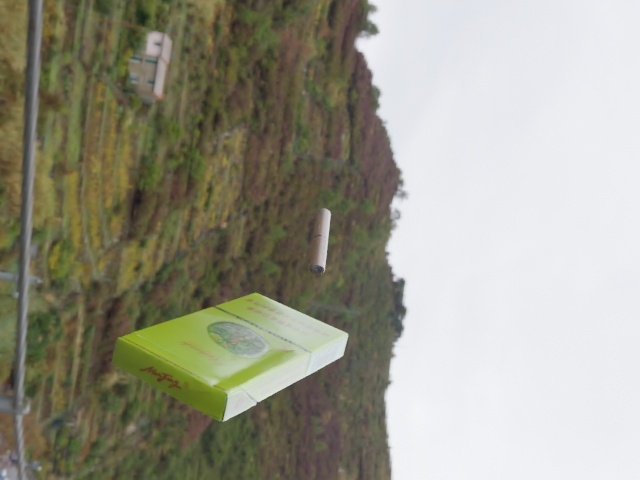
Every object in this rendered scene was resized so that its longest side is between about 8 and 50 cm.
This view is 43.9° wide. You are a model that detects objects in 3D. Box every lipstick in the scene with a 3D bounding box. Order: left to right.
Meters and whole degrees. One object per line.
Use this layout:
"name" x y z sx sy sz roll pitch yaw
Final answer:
"lipstick" 0.000 0.000 0.959 0.019 0.019 0.094 111 -11 -48

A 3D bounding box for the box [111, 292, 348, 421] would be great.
"box" -0.115 0.155 1.145 0.335 0.187 0.047 -13 122 -61
